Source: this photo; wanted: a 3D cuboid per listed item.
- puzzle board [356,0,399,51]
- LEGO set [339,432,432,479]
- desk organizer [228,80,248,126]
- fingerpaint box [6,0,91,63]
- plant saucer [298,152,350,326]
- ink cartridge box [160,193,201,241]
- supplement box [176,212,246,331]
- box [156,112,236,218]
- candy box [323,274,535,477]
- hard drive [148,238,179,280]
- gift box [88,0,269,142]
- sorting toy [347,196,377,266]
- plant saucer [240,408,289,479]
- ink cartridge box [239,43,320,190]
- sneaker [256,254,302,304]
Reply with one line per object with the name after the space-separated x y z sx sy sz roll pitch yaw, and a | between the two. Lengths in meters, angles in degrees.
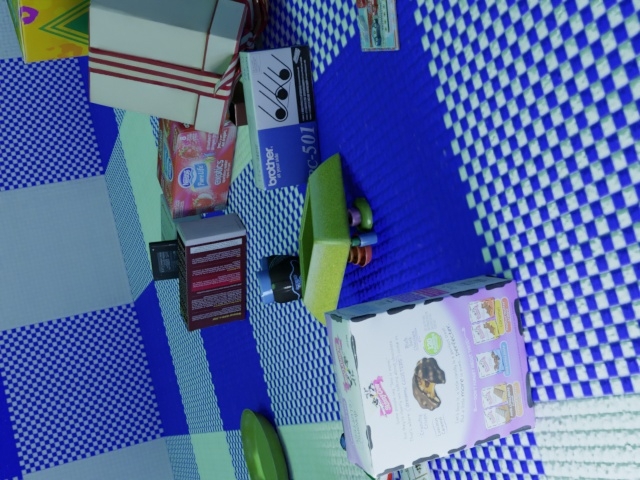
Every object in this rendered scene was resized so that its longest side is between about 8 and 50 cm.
0.065 -0.296 1.112 0.096 0.011 0.128 -156 56 -65 | puzzle board
0.101 0.299 1.319 0.244 0.060 0.182 127 134 -54 | LEGO set
-0.150 -0.247 1.638 0.130 0.050 0.047 -134 38 -55 | desk organizer
-0.426 -0.553 1.742 0.163 0.371 0.444 104 147 -48 | fingerpaint box
0.000 0.000 1.310 0.188 0.045 0.188 101 169 -45 | plant saucer
-0.339 -0.016 2.220 0.175 0.072 0.127 99 152 -42 | ink cartridge box
-0.226 0.068 1.893 0.073 0.130 0.239 -126 32 -48 | supplement box
-0.256 -0.178 1.847 0.256 0.123 0.128 106 146 -50 | box
0.115 0.136 0.951 0.070 0.196 0.164 -172 72 -68 | candy box
-0.331 0.043 2.144 0.022 0.135 0.094 -115 20 -68 | hard drive
-0.223 -0.319 1.463 0.255 0.258 0.276 112 167 -60 | gift box
0.047 -0.008 1.268 0.061 0.042 0.101 -142 45 -60 | sorting toy
-0.116 0.476 1.958 0.241 0.037 0.240 168 90 -70 | plant saucer
-0.058 -0.185 1.370 0.046 0.097 0.207 -151 52 -64 | ink cartridge box
-0.053 0.064 1.531 0.232 0.091 0.081 -96 -4 -83 | sneaker
